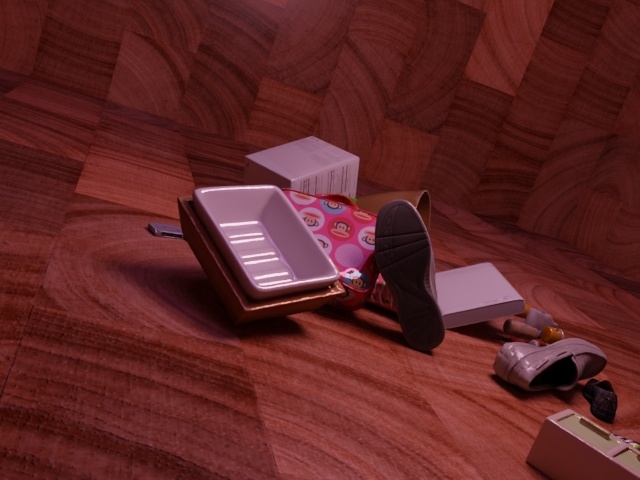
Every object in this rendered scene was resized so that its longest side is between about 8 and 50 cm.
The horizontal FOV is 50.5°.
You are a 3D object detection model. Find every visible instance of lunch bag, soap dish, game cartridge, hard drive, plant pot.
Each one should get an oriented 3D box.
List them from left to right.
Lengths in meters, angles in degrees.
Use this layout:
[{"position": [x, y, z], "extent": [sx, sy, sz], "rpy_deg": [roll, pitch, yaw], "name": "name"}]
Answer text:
[{"position": [-0.356, -0.022, 1.577], "extent": [0.083, 0.017, 0.056], "rpy_deg": [9, 21, -38], "name": "game cartridge"}, {"position": [-0.121, 0.024, 1.296], "extent": [0.229, 0.118, 0.290], "rpy_deg": [-7, 50, -40], "name": "soap dish"}, {"position": [0.000, 0.000, 1.506], "extent": [0.293, 0.120, 0.258], "rpy_deg": [19, 56, 4], "name": "lunch bag"}, {"position": [0.184, -0.048, 2.065], "extent": [0.255, 0.237, 0.237], "rpy_deg": [8, 9, 21], "name": "plant pot"}, {"position": [0.383, 0.135, 1.753], "extent": [0.203, 0.040, 0.307], "rpy_deg": [-12, 14, 2], "name": "hard drive"}]

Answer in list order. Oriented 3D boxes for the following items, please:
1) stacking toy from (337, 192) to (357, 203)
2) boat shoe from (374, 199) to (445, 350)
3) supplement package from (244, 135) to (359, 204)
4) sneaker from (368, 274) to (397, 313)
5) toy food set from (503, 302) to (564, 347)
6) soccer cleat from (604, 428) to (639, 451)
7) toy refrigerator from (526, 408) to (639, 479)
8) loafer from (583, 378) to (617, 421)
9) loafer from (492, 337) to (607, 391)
[{"position": [0.127, -0.021, 1.921], "extent": [0.221, 0.166, 0.052], "rpy_deg": [21, 14, 6], "name": "stacking toy"}, {"position": [0.189, 0.070, 1.437], "extent": [0.118, 0.320, 0.103], "rpy_deg": [-17, 5, 6], "name": "boat shoe"}, {"position": [-0.057, -0.152, 1.941], "extent": [0.263, 0.198, 0.199], "rpy_deg": [-23, 40, -39], "name": "supplement package"}, {"position": [0.115, 0.111, 1.578], "extent": [0.314, 0.115, 0.136], "rpy_deg": [21, 23, 39], "name": "sneaker"}, {"position": [0.528, 0.225, 1.638], "extent": [0.105, 0.111, 0.232], "rpy_deg": [17, 6, -16], "name": "toy food set"}, {"position": [0.536, 0.371, 1.209], "extent": [0.179, 0.060, 0.072], "rpy_deg": [21, 12, 15], "name": "soccer cleat"}, {"position": [0.469, 0.370, 1.041], "extent": [0.270, 0.094, 0.102], "rpy_deg": [30, 18, 39], "name": "toy refrigerator"}, {"position": [0.611, 0.329, 1.463], "extent": [0.062, 0.061, 0.170], "rpy_deg": [20, 13, 6], "name": "loafer"}, {"position": [0.510, 0.277, 1.452], "extent": [0.320, 0.112, 0.111], "rpy_deg": [2, 26, -31], "name": "loafer"}]
